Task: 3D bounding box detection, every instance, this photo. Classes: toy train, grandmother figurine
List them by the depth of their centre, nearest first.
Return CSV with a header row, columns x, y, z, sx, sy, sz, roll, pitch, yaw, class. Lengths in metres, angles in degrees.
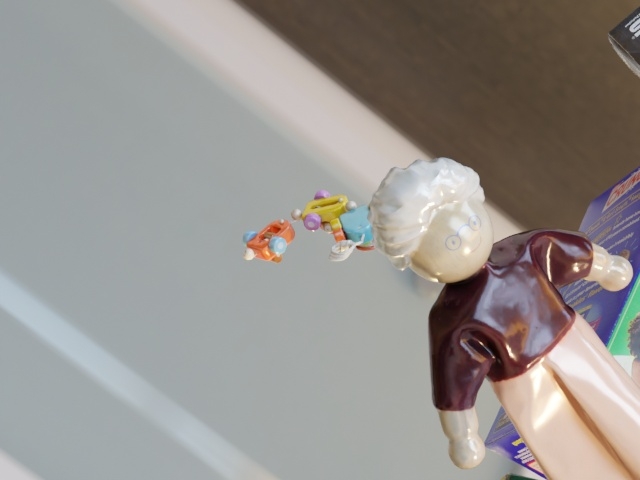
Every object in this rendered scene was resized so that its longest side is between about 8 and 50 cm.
x,y,z,sx,sy,sz,roll,pitch,yaw,class
0.159,0.075,1.179,0.208,0.342,0.104,-49,-163,-30,grandmother figurine
0.000,0.000,1.736,0.166,0.046,0.125,9,-137,45,toy train

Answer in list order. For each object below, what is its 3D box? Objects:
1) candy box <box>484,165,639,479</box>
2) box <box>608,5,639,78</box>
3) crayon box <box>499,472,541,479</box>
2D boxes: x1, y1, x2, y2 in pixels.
x,y,z,sx,sy,sz,roll,pitch,yaw,class
0.314,0.069,1.579,0.317,0.122,0.268,-63,-175,-23,candy box
0.358,-0.161,1.174,0.231,0.056,0.183,-40,-126,7,box
0.273,0.429,1.812,0.363,0.313,0.106,121,-21,-44,crayon box
